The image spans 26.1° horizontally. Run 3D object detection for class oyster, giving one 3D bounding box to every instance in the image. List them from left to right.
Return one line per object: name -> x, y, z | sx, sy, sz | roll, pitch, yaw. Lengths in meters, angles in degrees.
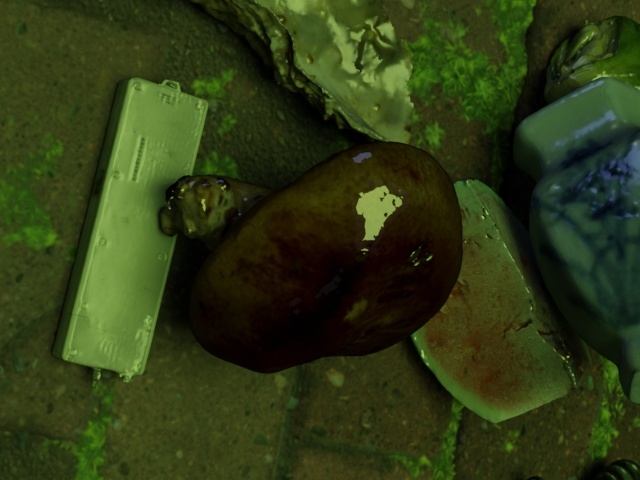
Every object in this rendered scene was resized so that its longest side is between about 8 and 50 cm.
oyster -> -0.014, -0.259, 1.691 | 0.396, 0.111, 0.204 | 39, 56, -24

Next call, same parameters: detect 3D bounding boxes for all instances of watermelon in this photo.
watermelon -> 0.221, 0.063, 1.771 | 0.224, 0.180, 0.305 | -32, 97, -24

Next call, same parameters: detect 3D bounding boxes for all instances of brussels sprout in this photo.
brussels sprout -> 0.396, -0.219, 1.887 | 0.145, 0.131, 0.183 | 45, 63, -20

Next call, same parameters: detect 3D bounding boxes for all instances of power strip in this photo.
power strip -> -0.221, -0.009, 1.601 | 0.106, 0.043, 0.367 | 17, 83, -28

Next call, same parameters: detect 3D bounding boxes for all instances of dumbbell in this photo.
dumbbell -> 0.346, 0.361, 1.897 | 0.254, 0.110, 0.110 | 0, 91, -23

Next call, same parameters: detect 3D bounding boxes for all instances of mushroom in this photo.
mushroom -> 0.000, 0.000, 1.596 | 0.345, 0.345, 0.259 | -21, 64, -27

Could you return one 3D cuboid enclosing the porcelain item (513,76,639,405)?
porcelain item -> 0.383, -0.003, 1.705 | 0.242, 0.405, 0.178 | -28, 140, 14
